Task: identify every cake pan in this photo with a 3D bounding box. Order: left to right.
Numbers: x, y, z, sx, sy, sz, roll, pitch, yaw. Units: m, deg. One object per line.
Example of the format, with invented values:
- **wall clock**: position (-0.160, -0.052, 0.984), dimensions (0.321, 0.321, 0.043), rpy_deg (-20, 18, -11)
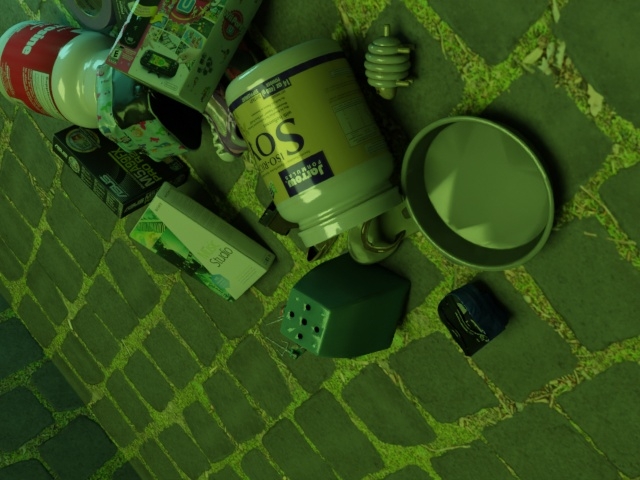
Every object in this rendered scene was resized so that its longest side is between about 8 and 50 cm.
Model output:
- **cake pan**: position (0.279, -0.087, 1.535), dimensions (0.293, 0.054, 0.293), rpy_deg (20, 127, 29)

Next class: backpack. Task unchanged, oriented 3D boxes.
- **backpack**: position (-0.369, -0.294, 1.924), dimensions (0.191, 0.253, 0.225), rpy_deg (-16, 66, 21)
- **backpack**: position (0.290, 0.145, 1.683), dimensions (0.120, 0.101, 0.098), rpy_deg (51, 141, 12)

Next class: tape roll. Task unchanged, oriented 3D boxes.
- **tape roll**: position (-0.512, -0.589, 2.018), dimensions (0.189, 0.080, 0.189), rpy_deg (28, 136, 31)

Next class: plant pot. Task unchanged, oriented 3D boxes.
- **plant pot**: position (0.039, 0.145, 1.809), dimensions (0.165, 0.234, 0.166), rpy_deg (28, 114, 30)

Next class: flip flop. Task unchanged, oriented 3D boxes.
- **flip flop**: position (0.131, -0.024, 1.744), dimensions (0.112, 0.080, 0.277), rpy_deg (56, 142, -2)

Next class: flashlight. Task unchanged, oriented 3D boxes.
- **flashlight**: position (-0.165, -0.318, 1.783), dimensions (0.103, 0.103, 0.304), rpy_deg (-30, 82, 52)

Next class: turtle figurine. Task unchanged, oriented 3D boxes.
- **turtle figurine**: position (-0.028, 0.196, 2.054), dimensions (0.234, 0.118, 0.175), rpy_deg (11, 141, 24)

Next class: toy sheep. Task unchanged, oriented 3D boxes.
- **toy sheep**: position (0.120, -0.314, 1.541), dimensions (0.091, 0.091, 0.132), rpy_deg (17, 115, 39)

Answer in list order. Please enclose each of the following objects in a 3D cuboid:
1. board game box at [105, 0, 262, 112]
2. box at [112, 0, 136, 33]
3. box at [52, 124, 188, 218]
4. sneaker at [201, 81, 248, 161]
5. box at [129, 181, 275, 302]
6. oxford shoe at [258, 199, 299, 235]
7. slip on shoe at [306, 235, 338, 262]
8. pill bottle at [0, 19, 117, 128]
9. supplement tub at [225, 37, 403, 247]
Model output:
- **board game box**: position (-0.255, -0.430, 1.699), dimensions (0.224, 0.304, 0.097), rpy_deg (27, 179, 31)
- **box**: position (-0.374, -0.527, 1.904), dimensions (0.158, 0.093, 0.156), rpy_deg (19, 130, 37)
- **box**: position (-0.496, -0.202, 2.178), dimensions (0.270, 0.216, 0.060), rpy_deg (44, 141, 16)
- **sneaker**: position (-0.207, -0.290, 1.912), dimensions (0.104, 0.095, 0.237), rpy_deg (-10, 114, 43)
- **box**: position (-0.296, 0.012, 2.160), dimensions (0.322, 0.059, 0.232), rpy_deg (35, 144, -9)
- **oxford shoe**: position (-0.046, -0.083, 1.909), dimensions (0.096, 0.083, 0.227), rpy_deg (36, 143, -6)
- **slip on shoe**: position (0.000, 0.000, 1.936), dimensions (0.051, 0.041, 0.135), rpy_deg (45, 142, 13)
- **pill bottle**: position (-0.595, -0.400, 2.127), dimensions (0.407, 0.229, 0.229), rpy_deg (19, 130, 37)
- **supplement tub**: position (-0.007, -0.178, 1.625), dimensions (0.241, 0.241, 0.332), rpy_deg (-23, 93, 52)
